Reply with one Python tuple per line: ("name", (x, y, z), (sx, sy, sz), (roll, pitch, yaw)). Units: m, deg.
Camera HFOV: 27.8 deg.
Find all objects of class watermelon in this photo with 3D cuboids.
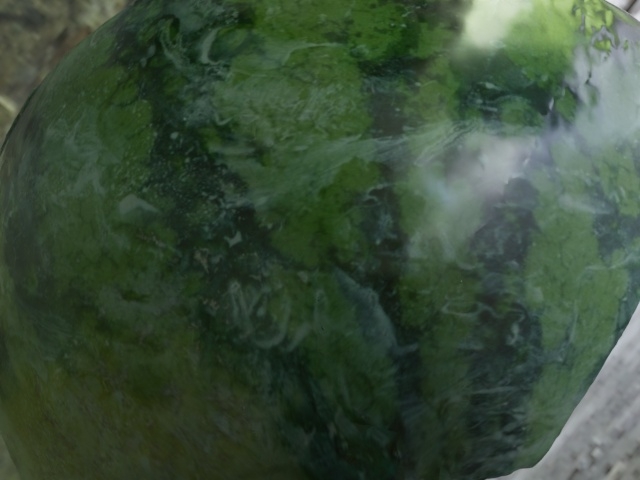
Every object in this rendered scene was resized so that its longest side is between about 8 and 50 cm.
("watermelon", (0.000, 0.000, 0.508), (0.305, 0.224, 0.180), (-29, -12, 20))
